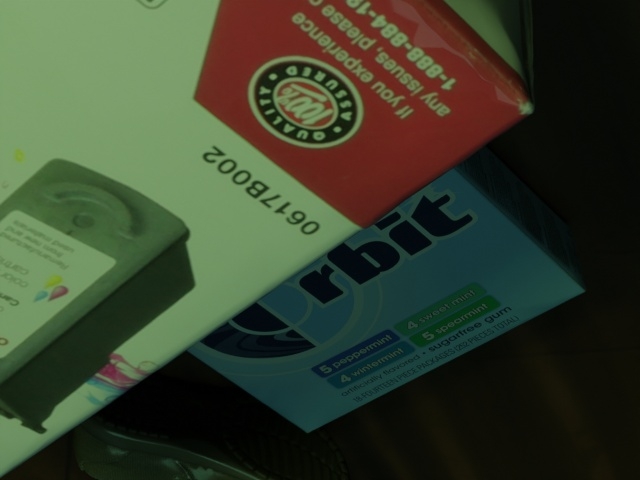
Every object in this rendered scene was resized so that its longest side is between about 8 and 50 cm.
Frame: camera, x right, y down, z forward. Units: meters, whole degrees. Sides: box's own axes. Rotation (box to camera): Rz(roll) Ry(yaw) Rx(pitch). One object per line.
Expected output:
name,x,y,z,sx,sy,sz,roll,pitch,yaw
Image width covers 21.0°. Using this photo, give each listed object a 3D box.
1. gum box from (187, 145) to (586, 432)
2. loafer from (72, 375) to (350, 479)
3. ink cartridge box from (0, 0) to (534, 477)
gum box,0.000,0.000,0.743,0.157,0.041,0.184,-29,135,23
loafer,-0.055,0.104,0.848,0.148,0.056,0.050,22,133,-18
ink cartridge box,-0.117,-0.060,0.560,0.306,0.131,0.226,-36,122,27
